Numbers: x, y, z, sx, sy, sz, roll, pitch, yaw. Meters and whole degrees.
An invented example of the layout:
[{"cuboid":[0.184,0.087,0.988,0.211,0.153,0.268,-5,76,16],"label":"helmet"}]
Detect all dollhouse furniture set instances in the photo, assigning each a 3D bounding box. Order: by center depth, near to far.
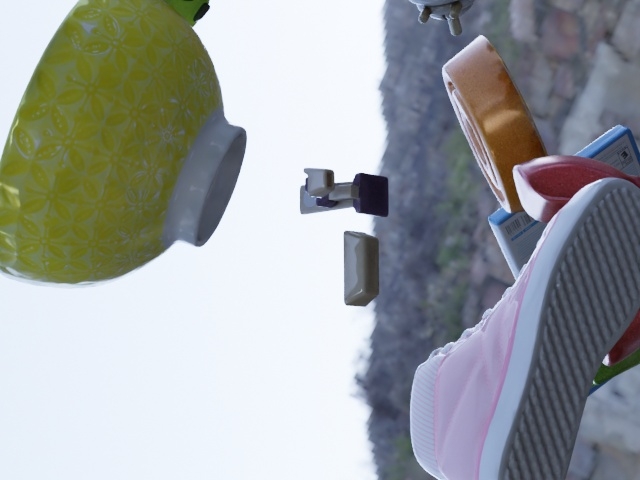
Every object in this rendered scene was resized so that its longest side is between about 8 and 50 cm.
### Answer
[{"cuboid":[0.000,0.000,1.270,0.091,0.081,0.114,6,-99,-49],"label":"dollhouse furniture set"}]

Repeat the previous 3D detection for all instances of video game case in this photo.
[{"cuboid":[0.196,0.018,1.037,0.119,0.015,0.166,-35,-62,-12],"label":"video game case"}]

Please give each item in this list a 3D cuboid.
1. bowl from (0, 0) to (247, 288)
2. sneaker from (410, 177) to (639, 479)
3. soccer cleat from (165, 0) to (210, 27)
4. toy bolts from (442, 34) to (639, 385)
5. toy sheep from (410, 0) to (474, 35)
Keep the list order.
[{"cuboid":[-0.158,-0.073,1.314,0.289,0.156,0.290,21,-90,-84],"label":"bowl"},{"cuboid":[0.075,0.036,0.564,0.051,0.070,0.134,29,-101,-32],"label":"sneaker"},{"cuboid":[-0.153,-0.345,1.450,0.093,0.121,0.289,-7,-75,-40],"label":"soccer cleat"},{"cuboid":[0.176,-0.037,0.745,0.158,0.218,0.228,-25,-5,2],"label":"toy bolts"},{"cuboid":[0.121,-0.266,1.484,0.091,0.091,0.132,-43,-48,-40],"label":"toy sheep"}]
